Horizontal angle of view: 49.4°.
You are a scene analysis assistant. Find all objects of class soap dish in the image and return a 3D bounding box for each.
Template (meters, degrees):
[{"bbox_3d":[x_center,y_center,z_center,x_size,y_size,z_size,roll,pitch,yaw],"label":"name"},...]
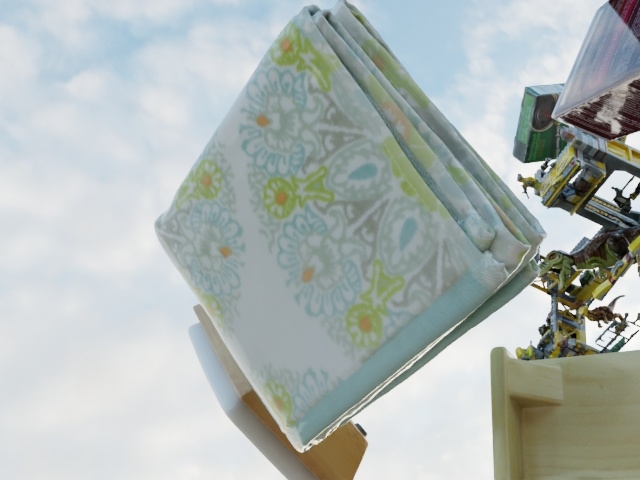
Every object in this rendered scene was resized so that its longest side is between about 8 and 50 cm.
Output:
[{"bbox_3d":[-0.064,0.206,0.991,0.118,0.291,0.229,-40,-63,-6],"label":"soap dish"}]

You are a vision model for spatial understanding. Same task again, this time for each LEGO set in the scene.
[{"bbox_3d":[0.313,0.015,0.878,0.192,0.255,0.331,24,-40,-2],"label":"LEGO set"}]

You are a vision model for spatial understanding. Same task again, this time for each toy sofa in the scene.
[{"bbox_3d":[0.350,0.175,0.636,0.362,0.150,0.177,-12,-34,28],"label":"toy sofa"}]

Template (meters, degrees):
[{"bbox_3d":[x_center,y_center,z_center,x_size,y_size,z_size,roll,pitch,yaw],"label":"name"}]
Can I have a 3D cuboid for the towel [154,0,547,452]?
[{"bbox_3d":[0.000,0.000,0.702,0.090,0.321,0.374,-13,-27,-49],"label":"towel"}]

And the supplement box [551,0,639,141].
[{"bbox_3d":[0.300,-0.175,0.622,0.073,0.239,0.130,23,-89,1],"label":"supplement box"}]

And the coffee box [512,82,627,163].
[{"bbox_3d":[0.387,-0.183,1.054,0.184,0.040,0.113,-8,-57,-17],"label":"coffee box"}]
